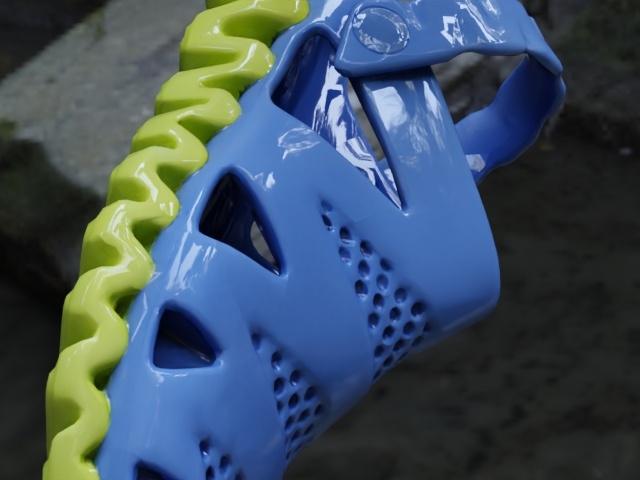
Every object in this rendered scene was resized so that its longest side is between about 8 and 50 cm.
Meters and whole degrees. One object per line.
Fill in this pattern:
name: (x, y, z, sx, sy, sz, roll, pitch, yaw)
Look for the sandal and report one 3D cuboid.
sandal: (0.000, 0.000, 0.506, 0.138, 0.126, 0.317, 18, 60, 3)
